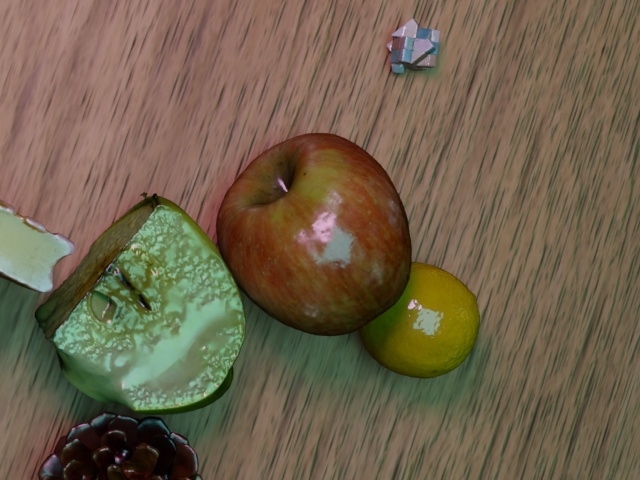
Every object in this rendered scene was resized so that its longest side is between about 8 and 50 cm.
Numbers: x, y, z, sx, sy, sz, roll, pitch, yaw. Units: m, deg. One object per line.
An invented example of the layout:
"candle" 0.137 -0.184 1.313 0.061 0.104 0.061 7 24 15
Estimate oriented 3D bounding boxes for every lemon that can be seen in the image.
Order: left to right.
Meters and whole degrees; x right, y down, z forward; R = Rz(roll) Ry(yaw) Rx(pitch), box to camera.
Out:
"lemon" 0.146 0.122 2.025 0.203 0.178 0.178 18 85 -22

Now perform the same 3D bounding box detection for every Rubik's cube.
"Rubik's cube" 0.142 -0.305 2.068 0.073 0.084 0.075 10 71 -23

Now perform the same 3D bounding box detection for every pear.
"pear" -0.233 0.115 1.900 0.282 0.176 0.286 40 83 -17

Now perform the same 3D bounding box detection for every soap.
"soap" -0.435 -0.003 1.770 0.173 0.274 0.089 31 80 -17

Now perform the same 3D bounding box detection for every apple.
"apple" 0.000 0.000 1.924 0.277 0.309 0.250 -26 126 23

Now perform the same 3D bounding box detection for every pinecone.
"pinecone" -0.273 0.365 1.846 0.264 0.264 0.264 0 91 -19
